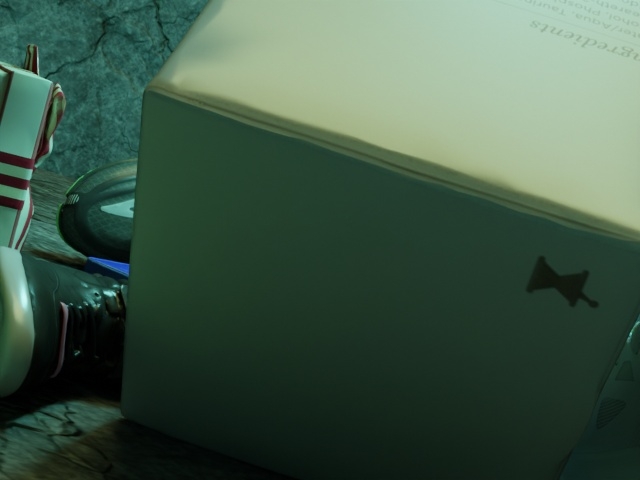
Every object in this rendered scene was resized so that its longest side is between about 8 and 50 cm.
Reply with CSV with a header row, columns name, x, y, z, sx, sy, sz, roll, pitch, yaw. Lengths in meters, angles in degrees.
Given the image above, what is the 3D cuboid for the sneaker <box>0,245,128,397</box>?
name,x,y,z,sx,sy,sz,roll,pitch,yaw
sneaker,-0.185,0.066,1.000,0.147,0.104,0.296,11,0,-13

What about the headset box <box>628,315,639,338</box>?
name,x,y,z,sx,sy,sz,roll,pitch,yaw
headset box,0.247,0.119,1.359,0.283,0.131,0.246,23,16,-12

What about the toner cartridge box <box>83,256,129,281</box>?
name,x,y,z,sx,sy,sz,roll,pitch,yaw
toner cartridge box,-0.064,0.106,1.235,0.348,0.075,0.165,20,5,39

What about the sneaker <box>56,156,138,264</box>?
name,x,y,z,sx,sy,sz,roll,pitch,yaw
sneaker,-0.107,0.008,1.709,0.483,0.185,0.202,16,0,-3

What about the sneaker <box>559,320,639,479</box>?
name,x,y,z,sx,sy,sz,roll,pitch,yaw
sneaker,0.306,0.062,1.011,0.169,0.257,0.447,-7,-9,-23

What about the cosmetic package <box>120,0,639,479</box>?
name,x,y,z,sx,sy,sz,roll,pitch,yaw
cosmetic package,0.079,-0.053,0.989,0.327,0.329,0.393,18,44,6

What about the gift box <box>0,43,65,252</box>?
name,x,y,z,sx,sy,sz,roll,pitch,yaw
gift box,-0.435,-0.115,1.460,0.258,0.255,0.276,14,11,-22
